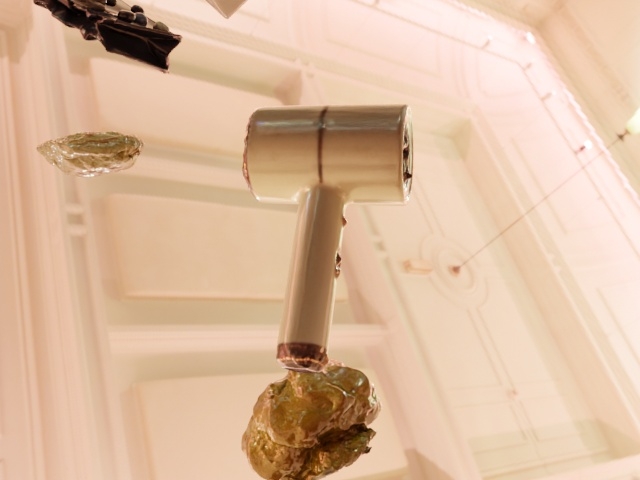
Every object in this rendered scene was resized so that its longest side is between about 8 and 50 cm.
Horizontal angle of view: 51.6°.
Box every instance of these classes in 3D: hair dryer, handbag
[{"bbox_3d":[0.000,0.000,0.793,0.203,0.128,0.362,2,-113,13],"label":"hair dryer"},{"bbox_3d":[-0.493,-0.512,1.472,0.325,0.118,0.269,35,-163,21],"label":"handbag"}]

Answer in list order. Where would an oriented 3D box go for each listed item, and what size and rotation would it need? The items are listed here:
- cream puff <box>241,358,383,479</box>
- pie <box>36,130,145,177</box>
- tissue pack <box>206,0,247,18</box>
[{"bbox_3d":[-0.001,0.353,1.221,0.281,0.282,0.185,-5,-144,-42],"label":"cream puff"},{"bbox_3d":[-0.471,-0.176,1.376,0.201,0.248,0.090,-4,-88,-34],"label":"pie"},{"bbox_3d":[-0.187,-0.466,0.949,0.246,0.136,0.159,46,-179,19],"label":"tissue pack"}]
